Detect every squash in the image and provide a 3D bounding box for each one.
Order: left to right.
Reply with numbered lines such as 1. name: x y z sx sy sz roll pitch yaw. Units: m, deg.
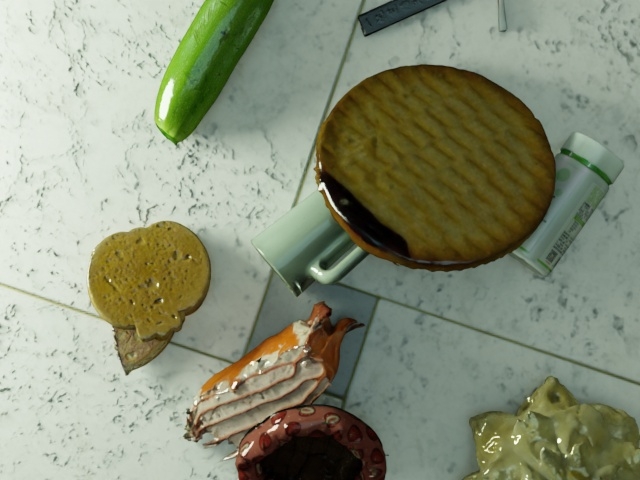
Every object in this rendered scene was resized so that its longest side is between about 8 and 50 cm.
1. squash: -0.140 -0.265 1.744 0.082 0.082 0.292 31 89 1

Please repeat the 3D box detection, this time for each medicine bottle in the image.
1. medicine bottle: 0.319 -0.048 1.737 0.086 0.086 0.183 36 89 1

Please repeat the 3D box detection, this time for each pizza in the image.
1. pizza: -0.236 0.122 1.765 0.099 0.029 0.100 -18 91 -8

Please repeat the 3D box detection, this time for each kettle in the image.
1. kettle: -0.004 -0.005 1.720 0.148 0.127 0.098 -39 106 -3

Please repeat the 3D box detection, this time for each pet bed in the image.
1. pet bed: -0.009 0.294 1.705 0.201 0.053 0.201 1 125 2

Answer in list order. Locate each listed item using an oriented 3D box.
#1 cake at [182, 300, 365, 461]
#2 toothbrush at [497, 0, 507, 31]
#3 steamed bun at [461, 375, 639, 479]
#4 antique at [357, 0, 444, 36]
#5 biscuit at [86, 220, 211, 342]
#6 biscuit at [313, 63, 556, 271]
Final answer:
1. cake: -0.068 0.191 1.724 0.287 0.135 0.098 -41 104 9
2. toothbrush: 0.242 -0.383 1.781 0.017 0.014 0.194 -6 89 0
3. steamed bun: 0.314 0.330 1.705 0.292 0.137 0.295 0 91 3
4. antique: 0.142 -0.331 1.779 0.192 0.015 0.031 -24 88 -1
5. biscuit: -0.227 0.060 1.744 0.170 0.050 0.170 1 71 -3
6. biscuit: 0.150 -0.099 1.698 0.318 0.040 0.318 1 61 -3
